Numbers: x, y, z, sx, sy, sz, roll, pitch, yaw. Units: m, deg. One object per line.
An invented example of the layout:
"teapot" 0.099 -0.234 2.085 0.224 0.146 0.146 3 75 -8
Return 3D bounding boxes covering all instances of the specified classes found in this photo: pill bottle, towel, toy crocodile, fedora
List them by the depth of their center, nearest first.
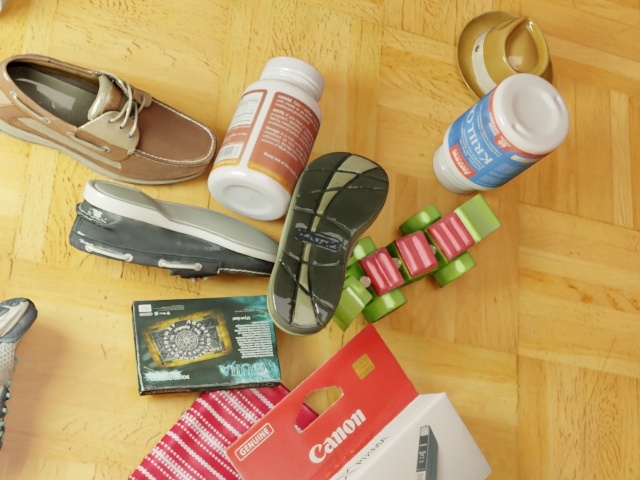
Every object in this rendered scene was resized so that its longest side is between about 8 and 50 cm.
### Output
"towel" -0.111 0.298 1.565 0.199 0.031 0.275 43 60 -3
"pill bottle" -0.068 -0.146 1.696 0.121 0.121 0.216 26 63 -13
"toy crocodile" 0.131 0.025 1.730 0.341 0.105 0.115 -27 83 -30
"pill bottle" 0.257 -0.146 1.782 0.124 0.221 0.124 9 67 -21
"fedora" 0.312 -0.297 1.946 0.194 0.079 0.194 9 67 -21

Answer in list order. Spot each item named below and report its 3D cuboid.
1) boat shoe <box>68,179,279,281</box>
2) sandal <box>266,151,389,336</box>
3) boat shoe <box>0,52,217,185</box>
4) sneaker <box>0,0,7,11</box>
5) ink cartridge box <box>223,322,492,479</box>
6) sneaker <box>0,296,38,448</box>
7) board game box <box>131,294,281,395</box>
"boat shoe" -0.186 0.004 1.609 0.303 0.114 0.091 19 105 -24
"sandal" -0.002 0.000 1.636 0.120 0.086 0.302 25 60 1
"boat shoe" -0.287 -0.161 1.607 0.324 0.116 0.123 14 66 -19
"sneaker" -0.574 -0.422 1.582 0.366 0.135 0.150 25 55 -23
"ink cartridge box" 0.057 0.292 1.592 0.296 0.066 0.261 -39 102 -31
"sneaker" -0.421 0.193 1.442 0.122 0.110 0.283 47 61 -23
"board game box" -0.150 0.137 1.589 0.186 0.026 0.126 -2 66 -16
